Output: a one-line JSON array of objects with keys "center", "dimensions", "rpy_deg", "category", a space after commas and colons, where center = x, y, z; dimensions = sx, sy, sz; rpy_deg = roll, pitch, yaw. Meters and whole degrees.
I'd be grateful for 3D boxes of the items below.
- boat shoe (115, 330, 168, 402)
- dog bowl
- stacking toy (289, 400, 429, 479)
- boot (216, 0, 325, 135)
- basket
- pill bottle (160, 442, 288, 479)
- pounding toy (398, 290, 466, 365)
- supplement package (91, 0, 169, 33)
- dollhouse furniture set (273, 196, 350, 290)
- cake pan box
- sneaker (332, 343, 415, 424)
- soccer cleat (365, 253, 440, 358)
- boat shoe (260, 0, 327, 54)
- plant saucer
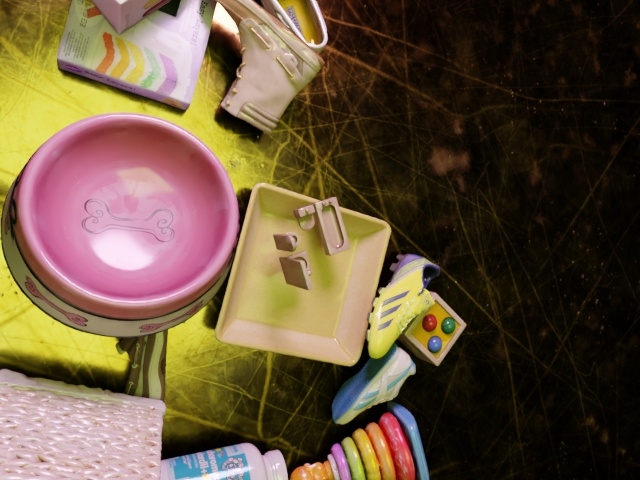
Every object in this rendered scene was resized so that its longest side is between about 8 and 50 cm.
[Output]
[{"center": [-0.343, 0.200, 0.968], "dimensions": [0.095, 0.095, 0.257], "rpy_deg": [3, 91, -17], "category": "boat shoe"}, {"center": [-0.326, -0.039, 0.880], "dimensions": [0.408, 0.150, 0.408], "rpy_deg": [7, 74, -25], "category": "dog bowl"}, {"center": [0.079, 0.501, 1.137], "dimensions": [0.302, 0.175, 0.165], "rpy_deg": [-14, 94, -10], "category": "stacking toy"}, {"center": [-0.151, -0.355, 0.996], "dimensions": [0.262, 0.095, 0.203], "rpy_deg": [34, 108, -18], "category": "boot"}, {"center": [-0.453, 0.433, 0.807], "dimensions": [0.331, 0.266, 0.328], "rpy_deg": [19, 97, -21], "category": "basket"}, {"center": [-0.203, 0.493, 1.006], "dimensions": [0.264, 0.146, 0.146], "rpy_deg": [-3, 93, -23], "category": "pill bottle"}, {"center": [0.217, 0.221, 1.202], "dimensions": [0.181, 0.094, 0.206], "rpy_deg": [44, 75, -18], "category": "pounding toy"}, {"center": [-0.295, -0.498, 0.870], "dimensions": [0.244, 0.139, 0.134], "rpy_deg": [-43, 105, -15], "category": "supplement package"}, {"center": [0.000, 0.000, 1.001], "dimensions": [0.151, 0.123, 0.144], "rpy_deg": [-19, 99, -21], "category": "dollhouse furniture set"}, {"center": [-0.338, -0.415, 0.964], "dimensions": [0.246, 0.070, 0.266], "rpy_deg": [17, 84, -24], "category": "cake pan box"}, {"center": [0.119, 0.340, 1.147], "dimensions": [0.092, 0.087, 0.228], "rpy_deg": [41, 98, -22], "category": "sneaker"}, {"center": [0.187, 0.142, 1.125], "dimensions": [0.093, 0.121, 0.289], "rpy_deg": [84, 29, -46], "category": "soccer cleat"}, {"center": [-0.084, -0.546, 1.016], "dimensions": [0.136, 0.156, 0.367], "rpy_deg": [-27, 102, -20], "category": "boat shoe"}, {"center": [-0.038, 0.080, 1.098], "dimensions": [0.333, 0.081, 0.332], "rpy_deg": [16, 85, -22], "category": "plant saucer"}]
